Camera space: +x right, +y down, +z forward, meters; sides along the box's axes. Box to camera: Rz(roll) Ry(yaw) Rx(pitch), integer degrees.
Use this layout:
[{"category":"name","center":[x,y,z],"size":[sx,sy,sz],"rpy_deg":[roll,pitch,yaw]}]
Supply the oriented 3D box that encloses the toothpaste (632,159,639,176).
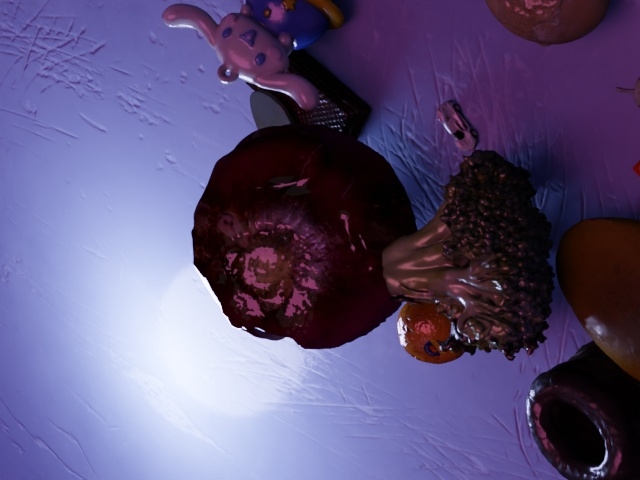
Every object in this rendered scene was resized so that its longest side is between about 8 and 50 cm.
[{"category":"toothpaste","center":[0.525,-0.157,1.744],"size":[0.070,0.044,0.193],"rpy_deg":[52,136,14]}]

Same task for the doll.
[{"category":"doll","center":[-0.109,-0.379,2.112],"size":[0.311,0.159,0.242],"rpy_deg":[19,93,6]}]

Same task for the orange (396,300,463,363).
[{"category":"orange","center":[0.201,0.150,2.148],"size":[0.136,0.117,0.135],"rpy_deg":[0,134,0]}]

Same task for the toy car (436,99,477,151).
[{"category":"toy car","center":[0.228,-0.189,2.026],"size":[0.093,0.025,0.041],"rpy_deg":[57,138,7]}]

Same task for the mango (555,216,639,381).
[{"category":"mango","center":[0.500,0.091,1.783],"size":[0.365,0.182,0.253],"rpy_deg":[33,129,28]}]

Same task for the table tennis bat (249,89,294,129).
[{"category":"table tennis bat","center":[-0.074,-0.181,2.267],"size":[0.131,0.022,0.234],"rpy_deg":[30,147,41]}]

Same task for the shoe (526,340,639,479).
[{"category":"shoe","center":[0.500,0.311,1.847],"size":[0.384,0.237,0.171],"rpy_deg":[37,131,26]}]

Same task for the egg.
[{"category":"egg","center":[0.321,-0.366,1.755],"size":[0.201,0.164,0.164],"rpy_deg":[34,130,32]}]

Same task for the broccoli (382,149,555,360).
[{"category":"broccoli","center":[0.259,0.025,1.887],"size":[0.272,0.324,0.334],"rpy_deg":[-6,95,45]}]

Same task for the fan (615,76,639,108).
[{"category":"fan","center":[0.473,-0.219,1.793],"size":[0.083,0.004,0.056],"rpy_deg":[16,119,39]}]

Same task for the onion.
[{"category":"onion","center":[0.000,0.000,2.132],"size":[0.398,0.420,0.398],"rpy_deg":[-3,83,21]}]

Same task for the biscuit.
[{"category":"biscuit","center":[-0.026,-0.267,2.202],"size":[0.252,0.070,0.106],"rpy_deg":[44,132,21]}]
